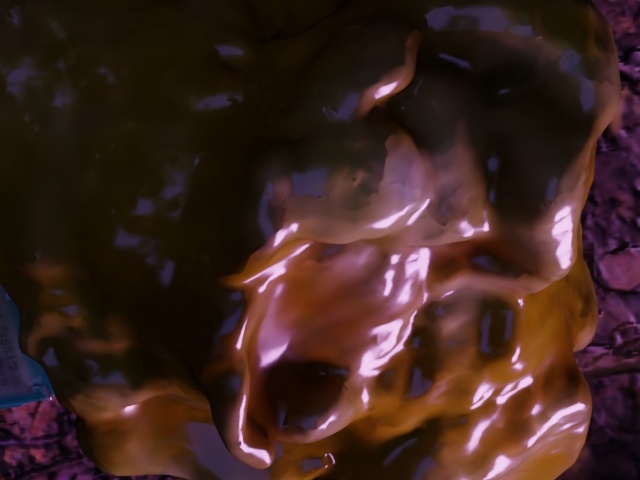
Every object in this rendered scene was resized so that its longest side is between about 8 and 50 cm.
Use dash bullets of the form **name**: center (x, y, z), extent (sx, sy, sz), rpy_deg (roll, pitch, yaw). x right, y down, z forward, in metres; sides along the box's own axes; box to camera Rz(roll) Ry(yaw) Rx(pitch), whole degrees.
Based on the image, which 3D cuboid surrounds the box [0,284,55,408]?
- **box**: center (-0.239, -0.023, 0.993), extent (0.153, 0.092, 0.245), rpy_deg (-9, 108, 15)

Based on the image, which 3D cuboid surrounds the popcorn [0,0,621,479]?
- **popcorn**: center (-0.005, -0.011, 0.858), extent (0.292, 0.334, 0.293), rpy_deg (-25, 63, -2)
